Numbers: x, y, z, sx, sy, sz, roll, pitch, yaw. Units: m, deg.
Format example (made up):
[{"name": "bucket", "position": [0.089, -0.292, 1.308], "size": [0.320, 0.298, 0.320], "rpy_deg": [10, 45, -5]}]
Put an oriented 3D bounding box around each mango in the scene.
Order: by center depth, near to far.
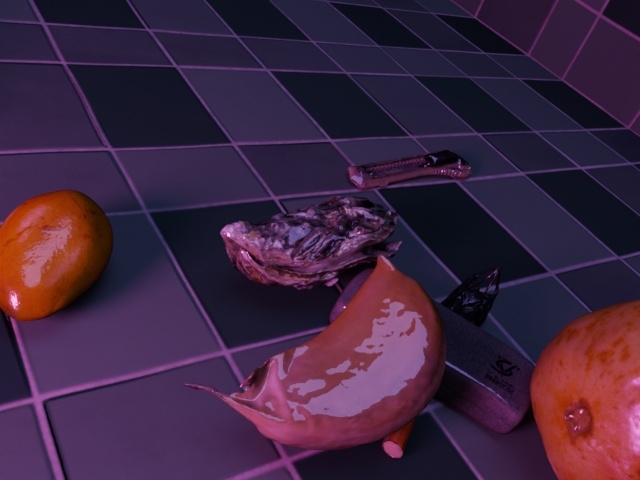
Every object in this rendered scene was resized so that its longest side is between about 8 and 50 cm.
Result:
[{"name": "mango", "position": [-0.364, 0.020, 0.876], "size": [0.144, 0.112, 0.219], "rpy_deg": [21, 38, -10]}]

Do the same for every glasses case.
[{"name": "glasses case", "position": [0.173, 0.162, 1.003], "size": [0.323, 0.074, 0.131], "rpy_deg": [31, 38, 13]}]

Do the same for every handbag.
[{"name": "handbag", "position": [0.258, 0.093, 1.080], "size": [0.072, 0.139, 0.115], "rpy_deg": [45, 40, 16]}]

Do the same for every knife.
[{"name": "knife", "position": [0.208, -0.162, 1.462], "size": [0.365, 0.043, 0.089], "rpy_deg": [-11, 46, -36]}]

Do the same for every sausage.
[{"name": "sausage", "position": [0.113, 0.249, 0.898], "size": [0.031, 0.031, 0.107], "rpy_deg": [27, 37, 7]}]

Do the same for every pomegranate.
[{"name": "pomegranate", "position": [0.464, 0.225, 0.858], "size": [0.342, 0.343, 0.343], "rpy_deg": [14, 37, -11]}]

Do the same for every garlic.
[{"name": "garlic", "position": [0.018, 0.175, 0.839], "size": [0.338, 0.151, 0.196], "rpy_deg": [-31, 83, -27]}]

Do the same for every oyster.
[{"name": "oyster", "position": [-0.005, 0.002, 1.044], "size": [0.350, 0.162, 0.158], "rpy_deg": [-4, 67, -39]}]
